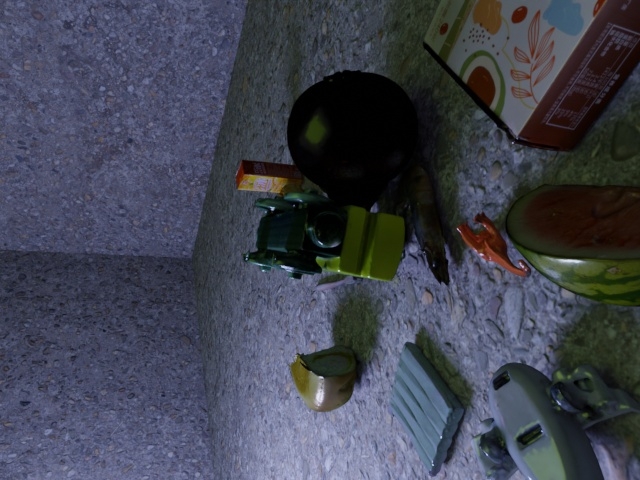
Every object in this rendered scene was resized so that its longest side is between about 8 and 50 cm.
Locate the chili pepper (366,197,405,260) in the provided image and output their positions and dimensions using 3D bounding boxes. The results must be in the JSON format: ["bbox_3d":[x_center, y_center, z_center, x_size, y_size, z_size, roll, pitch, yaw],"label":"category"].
[{"bbox_3d":[0.141,-0.003,1.171,0.279,0.065,0.122,-116,37,-53],"label":"chili pepper"}]

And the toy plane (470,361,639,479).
[{"bbox_3d":[0.318,0.279,0.671,0.245,0.117,0.244,-33,47,44],"label":"toy plane"}]

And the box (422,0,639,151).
[{"bbox_3d":[0.338,-0.385,0.705,0.344,0.122,0.385,-109,33,-43],"label":"box"}]

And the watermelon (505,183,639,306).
[{"bbox_3d":[0.368,0.023,0.639,0.128,0.159,0.303,60,167,-21],"label":"watermelon"}]

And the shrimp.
[{"bbox_3d":[0.207,-0.022,1.048,0.169,0.058,0.296,115,152,-58],"label":"shrimp"}]

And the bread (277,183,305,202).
[{"bbox_3d":[-0.085,-0.075,1.633,0.236,0.120,0.198,-111,33,-43],"label":"bread"}]

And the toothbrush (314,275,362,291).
[{"bbox_3d":[0.044,0.127,1.429,0.307,0.030,0.025,154,118,-66],"label":"toothbrush"}]

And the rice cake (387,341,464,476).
[{"bbox_3d":[0.206,0.340,1.003,0.198,0.037,0.189,-136,54,-61],"label":"rice cake"}]

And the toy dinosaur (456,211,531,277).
[{"bbox_3d":[0.273,0.002,0.793,0.055,0.101,0.279,-43,-1,13],"label":"toy dinosaur"}]

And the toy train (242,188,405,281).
[{"bbox_3d":[0.000,0.000,1.066,0.442,0.273,0.179,180,101,-70],"label":"toy train"}]

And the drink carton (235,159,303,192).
[{"bbox_3d":[-0.182,-0.225,1.748,0.096,0.223,0.071,126,139,-52],"label":"drink carton"}]

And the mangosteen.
[{"bbox_3d":[0.066,-0.217,1.093,0.297,0.297,0.313,-152,70,-65],"label":"mangosteen"}]

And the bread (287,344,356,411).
[{"bbox_3d":[0.014,0.374,1.321,0.261,0.158,0.156,-157,62,-65],"label":"bread"}]
